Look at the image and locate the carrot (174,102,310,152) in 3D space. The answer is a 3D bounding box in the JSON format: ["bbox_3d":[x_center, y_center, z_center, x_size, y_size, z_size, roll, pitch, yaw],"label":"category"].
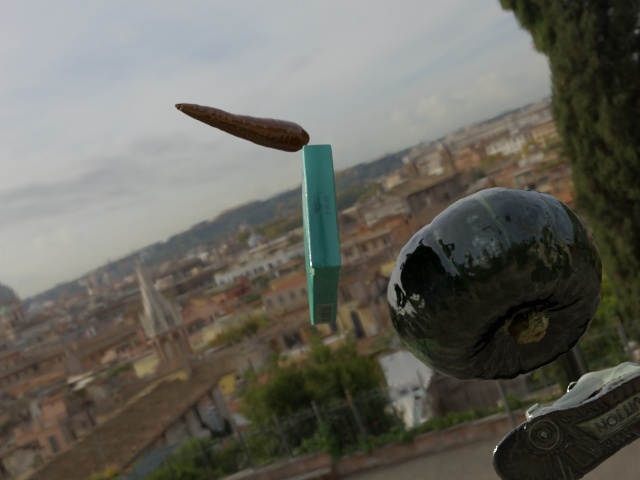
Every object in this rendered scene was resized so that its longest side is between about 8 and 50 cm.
[{"bbox_3d":[-0.115,-0.171,1.323,0.216,0.048,0.048,11,-13,-28],"label":"carrot"}]

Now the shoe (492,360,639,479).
[{"bbox_3d":[0.398,0.279,1.374,0.293,0.109,0.149,-28,-1,7],"label":"shoe"}]

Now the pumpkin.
[{"bbox_3d":[0.244,0.070,1.213,0.300,0.207,0.300,-15,-43,-15],"label":"pumpkin"}]

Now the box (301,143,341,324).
[{"bbox_3d":[0.000,0.000,1.141,0.042,0.161,0.226,-4,-22,-2],"label":"box"}]
